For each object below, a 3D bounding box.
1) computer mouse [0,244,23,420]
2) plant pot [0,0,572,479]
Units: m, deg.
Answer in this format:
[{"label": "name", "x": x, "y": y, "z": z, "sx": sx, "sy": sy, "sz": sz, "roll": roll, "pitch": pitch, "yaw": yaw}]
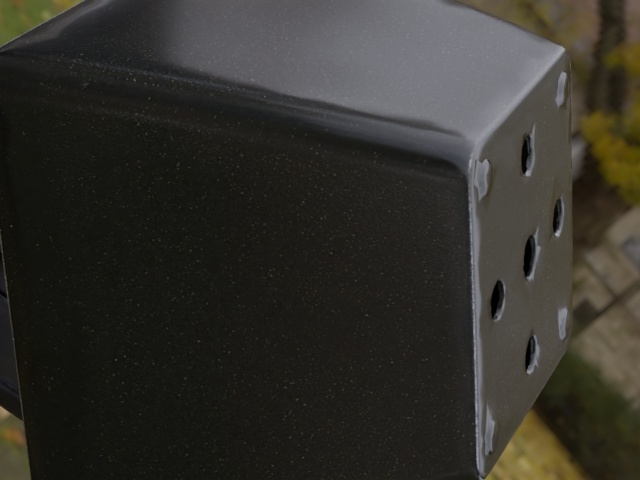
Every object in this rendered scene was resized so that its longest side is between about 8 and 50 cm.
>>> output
[{"label": "computer mouse", "x": -0.111, "y": 0.061, "z": 1.020, "sx": 0.272, "sy": 0.188, "sz": 0.072, "roll": 27, "pitch": -6, "yaw": -16}, {"label": "plant pot", "x": 0.000, "y": 0.000, "z": 0.745, "sx": 0.187, "sy": 0.167, "sz": 0.188, "roll": -44, "pitch": 137, "yaw": -58}]
